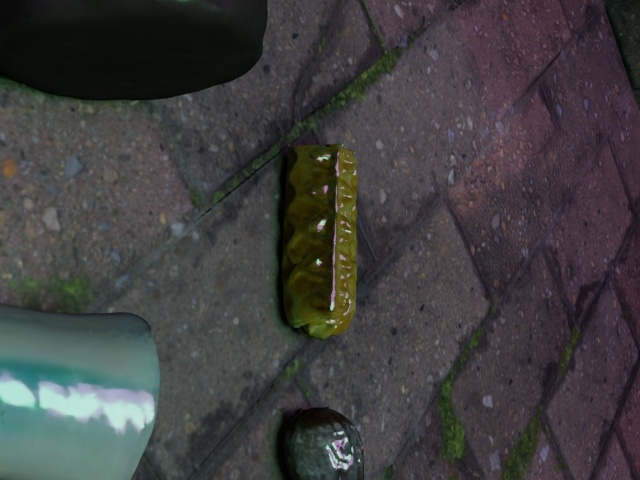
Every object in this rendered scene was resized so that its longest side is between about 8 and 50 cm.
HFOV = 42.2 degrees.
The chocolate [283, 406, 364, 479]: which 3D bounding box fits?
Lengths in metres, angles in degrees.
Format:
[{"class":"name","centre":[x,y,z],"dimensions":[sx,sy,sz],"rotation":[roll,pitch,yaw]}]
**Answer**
[{"class":"chocolate","centre":[0.018,0.333,1.063],"dimensions":[0.110,0.110,0.248],"rotation":[-9,91,-49]}]

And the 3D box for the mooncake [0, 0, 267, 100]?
[{"class":"mooncake","centre":[-0.190,-0.234,0.801],"dimensions":[0.283,0.283,0.141],"rotation":[4,80,-49]}]

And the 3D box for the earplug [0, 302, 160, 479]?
[{"class":"earplug","centre":[-0.319,0.112,0.686],"dimensions":[0.324,0.185,0.185],"rotation":[22,67,-37]}]

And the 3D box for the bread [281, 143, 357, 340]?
[{"class":"bread","centre":[0.001,0.000,1.120],"dimensions":[0.098,0.087,0.269],"rotation":[15,72,-48]}]
